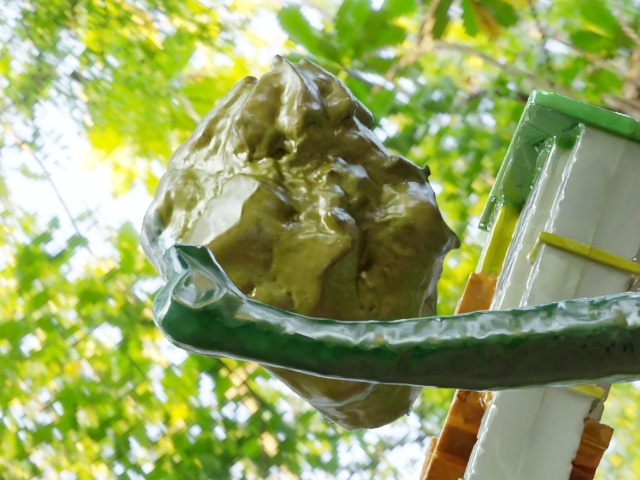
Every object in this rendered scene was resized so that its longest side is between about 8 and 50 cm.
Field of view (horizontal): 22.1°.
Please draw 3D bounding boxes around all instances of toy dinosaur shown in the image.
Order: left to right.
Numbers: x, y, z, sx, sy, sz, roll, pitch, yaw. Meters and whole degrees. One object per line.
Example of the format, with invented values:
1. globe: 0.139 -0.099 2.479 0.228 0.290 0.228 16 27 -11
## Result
1. toy dinosaur: 0.207 0.060 0.427 0.301 0.447 0.087 -26 -42 -42

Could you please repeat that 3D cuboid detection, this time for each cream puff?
1. cream puff: 0.000 0.000 0.696 0.146 0.146 0.116 38 -91 -34

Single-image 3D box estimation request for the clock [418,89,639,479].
1. clock: 0.122 0.075 0.976 0.106 0.220 0.255 20 -109 4
